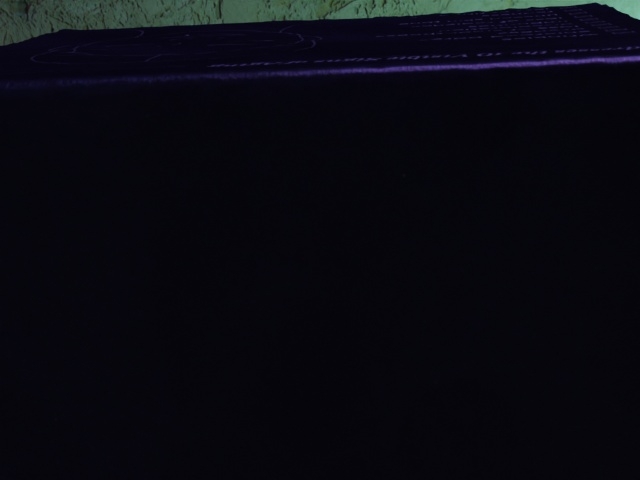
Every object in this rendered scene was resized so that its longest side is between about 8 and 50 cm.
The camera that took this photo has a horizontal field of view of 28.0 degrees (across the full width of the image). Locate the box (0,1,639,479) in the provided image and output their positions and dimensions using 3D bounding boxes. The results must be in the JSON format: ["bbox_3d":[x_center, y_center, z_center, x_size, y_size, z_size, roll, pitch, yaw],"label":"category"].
[{"bbox_3d":[0.000,0.000,0.885,0.479,0.297,0.472,-2,11,4],"label":"box"}]
